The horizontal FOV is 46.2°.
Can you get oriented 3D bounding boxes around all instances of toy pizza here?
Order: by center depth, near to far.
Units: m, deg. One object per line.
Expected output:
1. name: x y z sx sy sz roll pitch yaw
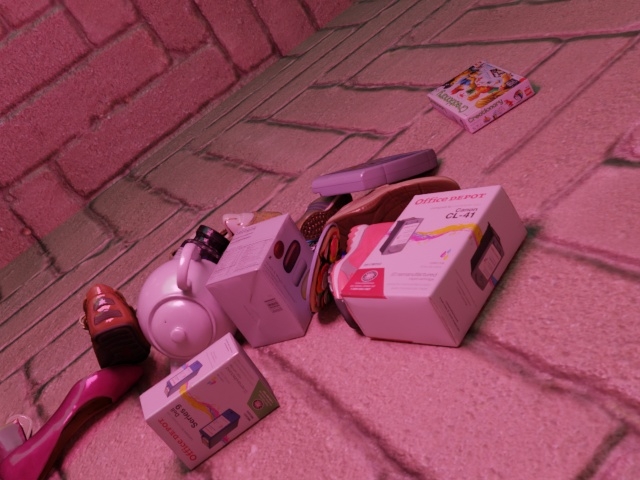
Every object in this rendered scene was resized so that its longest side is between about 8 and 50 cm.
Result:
1. toy pizza: 0.015 0.062 1.589 0.032 0.201 0.201 13 41 12

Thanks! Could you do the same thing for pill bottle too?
1. pill bottle: -0.332 0.074 1.961 0.122 0.123 0.219 9 64 56

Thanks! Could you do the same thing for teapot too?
1. teapot: -0.296 0.165 1.657 0.252 0.256 0.187 -35 13 13

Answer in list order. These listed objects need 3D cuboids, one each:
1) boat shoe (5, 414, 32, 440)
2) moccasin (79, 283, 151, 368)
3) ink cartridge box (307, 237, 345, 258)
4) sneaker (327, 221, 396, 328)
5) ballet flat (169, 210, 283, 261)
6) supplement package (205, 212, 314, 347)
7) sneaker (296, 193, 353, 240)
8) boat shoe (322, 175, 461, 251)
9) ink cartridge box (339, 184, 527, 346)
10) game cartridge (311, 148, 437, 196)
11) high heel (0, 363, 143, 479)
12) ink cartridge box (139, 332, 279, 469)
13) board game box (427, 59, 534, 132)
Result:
1. boat shoe: -0.748 0.530 1.778 0.233 0.084 0.079 -79 12 -48
2. moccasin: -0.489 0.210 1.761 0.139 0.147 0.380 -20 -22 -10
3. ink cartridge box: 0.000 0.000 1.858 0.208 0.045 0.206 -7 35 41
4. sneaker: 0.111 0.051 1.551 0.136 0.116 0.314 -18 29 26
5. ballet flat: -0.273 -0.009 2.113 0.348 0.123 0.123 -31 25 5
6. supplement package: -0.111 0.087 1.652 0.149 0.194 0.203 -17 30 30
7. sneaker: -0.008 -0.059 1.847 0.086 0.064 0.192 2 34 49
8. boat shoe: 0.162 -0.080 1.716 0.341 0.122 0.110 -17 25 25
9. ink cartridge box: 0.216 0.044 1.422 0.226 0.131 0.306 -4 39 47
10. game cartridge: 0.146 -0.169 1.843 0.198 0.062 0.297 -11 8 46
11. high heel: -0.551 0.435 1.719 0.377 0.127 0.181 -31 63 -16
12. ink cartridge box: -0.211 0.305 1.425 0.212 0.154 0.093 -34 27 -4
13. board game box: 0.430 -0.400 2.055 0.193 0.053 0.305 -33 25 2
